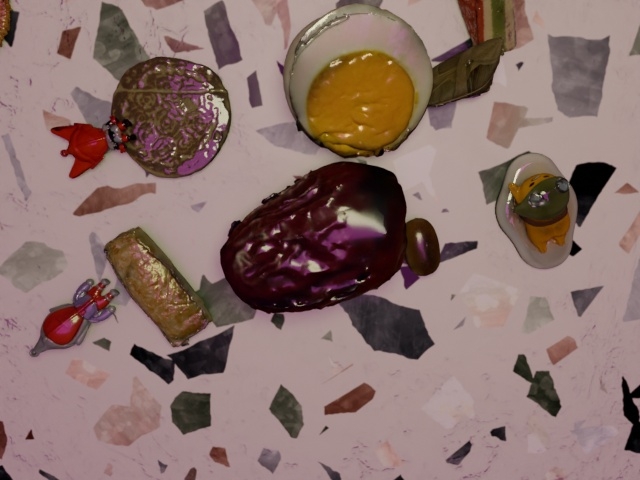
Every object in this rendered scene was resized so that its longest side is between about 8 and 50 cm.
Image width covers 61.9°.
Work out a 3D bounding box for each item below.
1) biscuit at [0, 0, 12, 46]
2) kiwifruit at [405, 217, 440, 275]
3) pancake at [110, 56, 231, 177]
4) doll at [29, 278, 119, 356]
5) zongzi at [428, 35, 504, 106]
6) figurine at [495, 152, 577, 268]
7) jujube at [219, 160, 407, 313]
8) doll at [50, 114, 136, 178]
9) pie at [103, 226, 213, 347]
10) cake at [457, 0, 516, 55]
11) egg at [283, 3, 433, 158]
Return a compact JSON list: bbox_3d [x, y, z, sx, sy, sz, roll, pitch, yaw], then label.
[{"bbox_3d":[-0.738,-0.468,1.053,0.254,0.035,0.254,0,101,1],"label":"biscuit"},{"bbox_3d":[0.210,0.013,1.113,0.075,0.075,0.124,-11,97,3],"label":"kiwifruit"},{"bbox_3d":[-0.306,-0.249,1.090,0.250,0.031,0.250,0,101,1],"label":"pancake"},{"bbox_3d":[-0.537,0.173,1.152,0.227,0.075,0.102,-44,83,-2],"label":"doll"},{"bbox_3d":[0.237,-0.312,0.997,0.189,0.178,0.081,-16,82,4],"label":"zongzi"},{"bbox_3d":[0.457,-0.049,1.062,0.166,0.141,0.250,-24,100,4],"label":"figurine"},{"bbox_3d":[0.000,0.000,1.033,0.376,0.258,0.258,-24,100,18],"label":"jujube"},{"bbox_3d":[-0.458,-0.199,1.081,0.169,0.057,0.109,-14,102,18],"label":"doll"},{"bbox_3d":[-0.347,0.104,1.142,0.128,0.068,0.282,-33,103,8],"label":"pie"},{"bbox_3d":[0.318,-0.459,0.998,0.086,0.117,0.220,-22,99,-1],"label":"cake"},{"bbox_3d":[0.064,-0.305,1.010,0.286,0.174,0.264,25,114,-24],"label":"egg"}]
